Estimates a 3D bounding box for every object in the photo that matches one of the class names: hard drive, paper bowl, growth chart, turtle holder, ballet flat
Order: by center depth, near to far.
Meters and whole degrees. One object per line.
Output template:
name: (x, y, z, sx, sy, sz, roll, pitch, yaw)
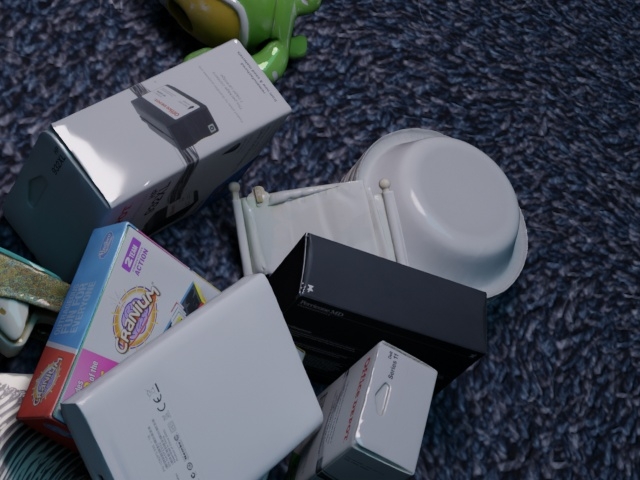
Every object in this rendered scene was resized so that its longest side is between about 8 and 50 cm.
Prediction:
hard drive: (-0.130, 0.192, 1.372, 0.307, 0.040, 0.203, -35, 109, -46)
ballet flat: (-0.314, 0.099, 1.455, 0.349, 0.123, 0.123, 23, 53, -17)
growth chart: (0.000, 0.000, 1.658, 0.237, 0.021, 0.171, -4, 92, -2)
paper bowl: (0.170, -0.034, 1.778, 0.284, 0.148, 0.284, 15, 54, -21)
turtle holder: (-0.118, -0.359, 1.798, 0.228, 0.243, 0.320, 9, 96, -6)

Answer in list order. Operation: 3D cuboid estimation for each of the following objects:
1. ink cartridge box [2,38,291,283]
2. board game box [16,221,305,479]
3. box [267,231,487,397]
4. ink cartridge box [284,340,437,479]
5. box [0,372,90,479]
ink cartridge box: (-0.217, -0.098, 1.556, 0.307, 0.223, 0.129, -33, 82, -38)
board game box: (-0.168, 0.163, 1.416, 0.316, 0.064, 0.242, 41, 54, -36)
box: (0.058, 0.110, 1.602, 0.261, 0.184, 0.103, 19, 55, -18)
ink cartridge box: (0.044, 0.238, 1.498, 0.087, 0.208, 0.153, 27, 52, -12)
box: (-0.312, 0.288, 1.349, 0.113, 0.094, 0.275, 5, 59, -27)
